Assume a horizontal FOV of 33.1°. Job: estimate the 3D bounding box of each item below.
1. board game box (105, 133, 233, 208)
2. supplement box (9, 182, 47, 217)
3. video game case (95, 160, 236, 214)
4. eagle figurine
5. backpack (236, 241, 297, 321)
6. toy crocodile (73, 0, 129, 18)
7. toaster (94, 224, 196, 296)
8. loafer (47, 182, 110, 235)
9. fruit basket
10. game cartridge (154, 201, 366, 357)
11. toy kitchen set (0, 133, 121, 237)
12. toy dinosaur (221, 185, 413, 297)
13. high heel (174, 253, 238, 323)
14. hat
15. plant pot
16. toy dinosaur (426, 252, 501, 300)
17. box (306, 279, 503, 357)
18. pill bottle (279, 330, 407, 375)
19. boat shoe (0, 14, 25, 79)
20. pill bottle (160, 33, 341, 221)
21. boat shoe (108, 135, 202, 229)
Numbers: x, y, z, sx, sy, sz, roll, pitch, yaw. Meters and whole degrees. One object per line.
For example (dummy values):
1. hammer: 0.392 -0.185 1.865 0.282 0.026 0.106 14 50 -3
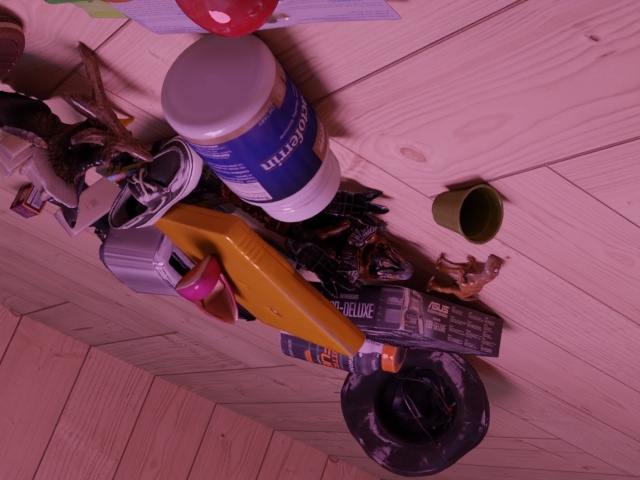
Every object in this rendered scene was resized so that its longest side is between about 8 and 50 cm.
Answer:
1. board game box: -0.241 -0.102 1.753 0.170 0.048 0.141 -11 144 39
2. supplement box: -0.588 -0.081 2.182 0.043 0.055 0.083 33 156 -28
3. video game case: -0.272 -0.093 1.890 0.201 0.023 0.183 33 157 -29
4. eagle figurine: -0.382 -0.142 1.630 0.225 0.226 0.298 10 167 -43
5. backpack: -0.139 0.072 2.012 0.166 0.144 0.188 8 169 31
6. toy crocodile: -0.313 -0.339 1.149 0.115 0.105 0.340 10 159 27
7. toaster: -0.327 0.025 2.108 0.147 0.129 0.227 7 155 22
8. loafer: -0.462 -0.058 2.085 0.076 0.078 0.223 11 159 26
9. fruit basket: -0.130 -0.294 1.067 0.327 0.165 0.353 2 172 29
10. game cartridge: -0.109 0.054 1.739 0.323 0.052 0.285 47 161 -32
11. toy kitchen set: -0.464 -0.111 1.907 0.207 0.122 0.166 53 156 -5
12. toy dinosaur: 0.000 0.000 1.705 0.322 0.164 0.218 2 -179 -14
13. high heel: -0.167 0.091 1.699 0.117 0.082 0.244 48 169 -4
14. hat: 0.214 0.337 2.322 0.331 0.331 0.134 14 -159 16
15. plant pot: 0.199 -0.041 1.503 0.083 0.083 0.079 33 170 -32
16. toy dinosaur: 0.235 0.076 1.783 0.112 0.064 0.211 20 161 -3
17. box: 0.142 0.142 1.926 0.242 0.076 0.307 1 167 43
18. pill bottle: 0.051 0.199 2.190 0.246 0.130 0.130 12 159 21
19. boat shoe: -0.519 -0.268 1.559 0.257 0.095 0.095 -29 159 38
20. pill bottle: -0.079 -0.137 1.388 0.153 0.153 0.264 9 158 29
21. boat shoe: -0.253 -0.081 1.639 0.077 0.070 0.219 56 132 13
